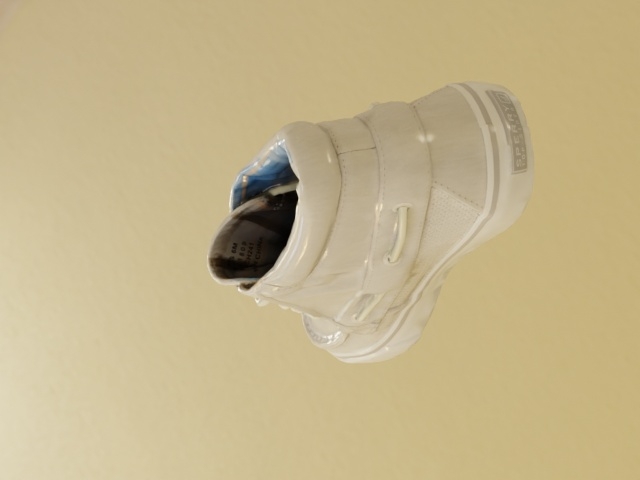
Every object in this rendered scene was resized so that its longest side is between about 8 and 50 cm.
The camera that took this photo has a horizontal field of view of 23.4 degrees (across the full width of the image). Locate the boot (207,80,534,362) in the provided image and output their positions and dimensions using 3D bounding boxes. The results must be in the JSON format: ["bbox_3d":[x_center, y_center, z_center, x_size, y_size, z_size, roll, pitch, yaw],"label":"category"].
[{"bbox_3d":[0.000,0.000,0.767,0.123,0.095,0.258,-8,158,-20],"label":"boot"}]
